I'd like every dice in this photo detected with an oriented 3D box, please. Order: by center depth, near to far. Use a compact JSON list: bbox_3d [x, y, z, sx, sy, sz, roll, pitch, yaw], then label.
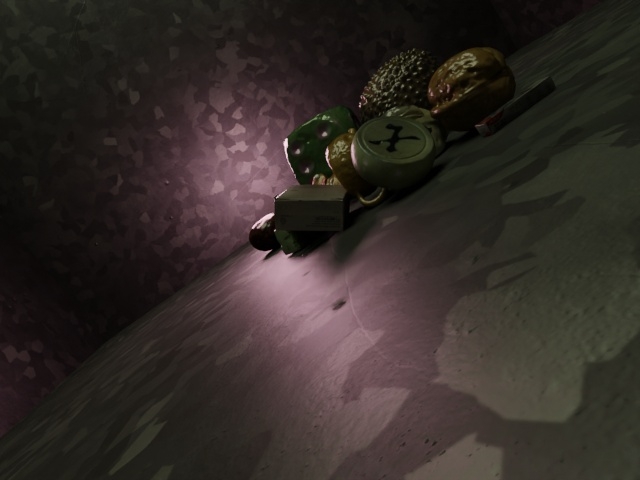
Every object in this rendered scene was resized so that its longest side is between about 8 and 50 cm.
[{"bbox_3d":[0.056,-0.359,1.788,0.318,0.323,0.330,-28,0,18],"label":"dice"}]

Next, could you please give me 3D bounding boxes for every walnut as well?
[{"bbox_3d":[0.443,-0.445,1.255,0.257,0.225,0.257,-31,10,6],"label":"walnut"}]

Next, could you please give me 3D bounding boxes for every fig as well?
[{"bbox_3d":[-0.211,-0.062,1.850,0.170,0.145,0.274,-29,25,28],"label":"fig"}]

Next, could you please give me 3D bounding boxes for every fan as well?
[{"bbox_3d":[0.000,0.000,1.263,0.175,0.005,0.113,-40,11,-37],"label":"fan"}]

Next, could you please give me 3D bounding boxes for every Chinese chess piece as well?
[{"bbox_3d":[0.197,-0.245,1.139,0.237,0.237,0.092,-40,-30,-28],"label":"Chinese chess piece"}]

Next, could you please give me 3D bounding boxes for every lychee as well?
[{"bbox_3d":[0.356,-0.586,1.782,0.380,0.380,0.433,-63,-11,-71],"label":"lychee"}]

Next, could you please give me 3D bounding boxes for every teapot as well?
[{"bbox_3d":[0.131,-0.236,1.288,0.167,0.203,0.311,-33,52,15],"label":"teapot"}]

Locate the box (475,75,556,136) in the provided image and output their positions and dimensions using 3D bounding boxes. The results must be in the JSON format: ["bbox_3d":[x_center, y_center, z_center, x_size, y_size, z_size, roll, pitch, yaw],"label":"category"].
[{"bbox_3d":[0.516,-0.353,1.110,0.218,0.040,0.055,-36,11,-4],"label":"box"}]

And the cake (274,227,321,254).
[{"bbox_3d":[-0.029,-0.026,1.433,0.235,0.099,0.100,-15,-5,-37],"label":"cake"}]

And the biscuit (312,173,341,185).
[{"bbox_3d":[-0.005,-0.164,1.589,0.339,0.047,0.216,-31,55,26],"label":"biscuit"}]

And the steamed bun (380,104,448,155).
[{"bbox_3d":[0.274,-0.342,1.409,0.267,0.207,0.280,-28,14,40],"label":"steamed bun"}]

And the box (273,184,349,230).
[{"bbox_3d":[-0.018,-0.108,1.303,0.203,0.106,0.252,0,17,8],"label":"box"}]
